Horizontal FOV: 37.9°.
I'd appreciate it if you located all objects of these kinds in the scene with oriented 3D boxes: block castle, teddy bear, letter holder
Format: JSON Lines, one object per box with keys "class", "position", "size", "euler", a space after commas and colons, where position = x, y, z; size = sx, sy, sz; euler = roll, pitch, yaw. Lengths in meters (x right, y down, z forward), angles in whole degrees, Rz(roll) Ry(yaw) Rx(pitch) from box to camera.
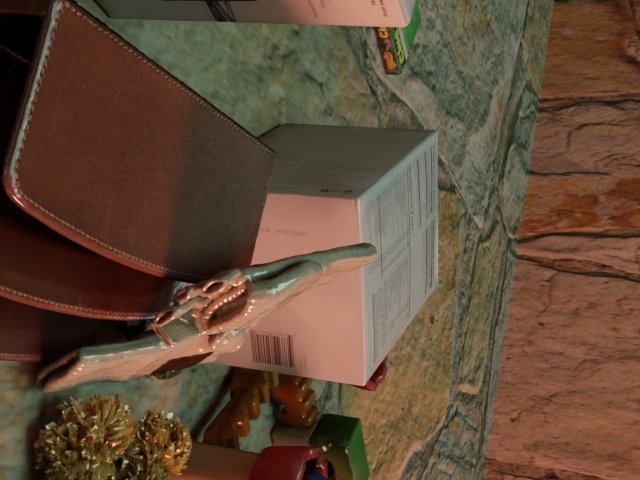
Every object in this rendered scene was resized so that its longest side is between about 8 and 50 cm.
{"class": "block castle", "position": [0.009, 0.339, 1.099], "size": [0.303, 0.212, 0.453], "euler": [-55, 144, -49]}
{"class": "teddy bear", "position": [-0.182, 0.295, 0.766], "size": [0.245, 0.113, 0.338], "euler": [61, 40, -50]}
{"class": "letter holder", "position": [-0.177, -0.013, 0.660], "size": [0.302, 0.152, 0.215], "euler": [31, 68, -65]}

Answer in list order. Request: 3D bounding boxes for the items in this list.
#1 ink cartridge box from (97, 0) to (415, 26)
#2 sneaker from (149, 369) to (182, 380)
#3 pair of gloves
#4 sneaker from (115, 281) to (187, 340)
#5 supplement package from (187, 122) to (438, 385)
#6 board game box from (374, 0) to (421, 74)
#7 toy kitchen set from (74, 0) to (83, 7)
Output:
{"class": "ink cartridge box", "position": [-0.051, -0.284, 0.745], "size": [0.114, 0.272, 0.197], "euler": [57, 43, -61]}
{"class": "sneaker", "position": [-0.150, 0.120, 0.896], "size": [0.083, 0.035, 0.031], "euler": [32, 66, -65]}
{"class": "pair of gloves", "position": [-0.085, 0.069, 0.756], "size": [0.204, 0.240, 0.042], "euler": [-8, 72, -57]}
{"class": "sneaker", "position": [-0.156, 0.060, 0.825], "size": [0.069, 0.038, 0.098], "euler": [-51, 176, -41]}
{"class": "supplement package", "position": [0.000, 0.000, 1.017], "size": [0.262, 0.199, 0.198], "euler": [-41, 132, -59]}
{"class": "board game box", "position": [0.103, -0.392, 1.403], "size": [0.260, 0.030, 0.136], "euler": [69, 32, -46]}
{"class": "toy kitchen set", "position": [-0.191, -0.191, 0.689], "size": [0.083, 0.068, 0.075], "euler": [60, 41, -55]}
